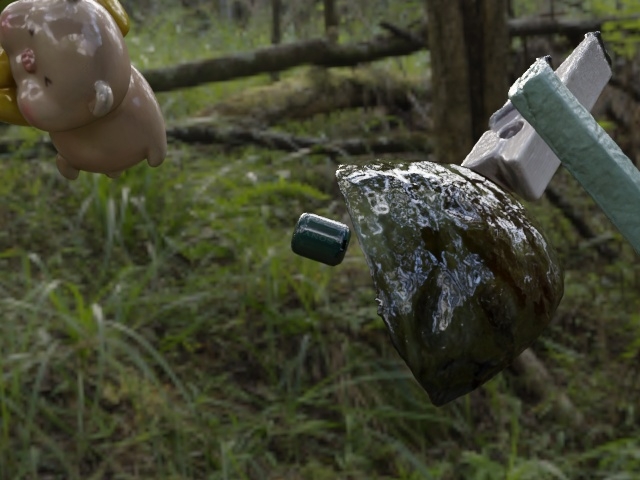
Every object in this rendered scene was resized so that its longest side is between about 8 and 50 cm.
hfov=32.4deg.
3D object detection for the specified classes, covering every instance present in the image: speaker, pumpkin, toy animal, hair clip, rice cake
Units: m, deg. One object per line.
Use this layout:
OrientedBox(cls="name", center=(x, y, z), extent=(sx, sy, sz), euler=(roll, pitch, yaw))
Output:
OrientedBox(cls="speaker", center=(-0.002, 0.005, 1.487), extent=(0.075, 0.060, 0.094), euler=(19, -24, 2))
OrientedBox(cls="pumpkin", center=(0.107, -0.018, 0.930), extent=(0.148, 0.169, 0.312), euler=(-23, 21, 6))
OrientedBox(cls="toy animal", center=(-0.135, -0.081, 0.587), extent=(0.091, 0.114, 0.082), euler=(-21, 14, -10))
OrientedBox(cls="hair clip", center=(0.275, -0.155, 1.391), extent=(0.101, 0.085, 0.331), euler=(-8, 27, 37))
OrientedBox(cls="rice cake", center=(0.229, -0.032, 0.827), extent=(0.042, 0.245, 0.045), euler=(-36, 14, 21))

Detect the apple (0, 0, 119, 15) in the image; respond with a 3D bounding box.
OrientedBox(cls="apple", center=(-0.408, -0.352, 1.456), extent=(0.295, 0.233, 0.258), euler=(6, 21, -37))
